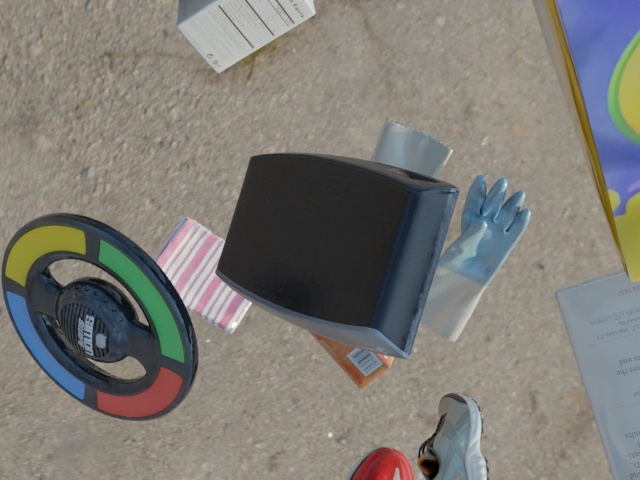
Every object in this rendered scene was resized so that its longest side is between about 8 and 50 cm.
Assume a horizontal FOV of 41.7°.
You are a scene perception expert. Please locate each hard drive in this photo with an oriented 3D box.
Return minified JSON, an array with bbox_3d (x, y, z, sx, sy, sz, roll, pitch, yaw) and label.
[{"bbox_3d":[0.000,0.000,0.790,0.054,0.254,0.172,18,89,-43],"label":"hard drive"}]

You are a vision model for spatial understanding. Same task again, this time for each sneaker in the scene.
[{"bbox_3d":[0.217,0.348,1.424,0.107,0.100,0.272,12,27,-1],"label":"sneaker"},{"bbox_3d":[0.061,0.372,0.989,0.107,0.118,0.279,27,59,-6],"label":"sneaker"}]

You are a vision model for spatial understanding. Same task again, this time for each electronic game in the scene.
[{"bbox_3d":[-0.217,0.079,0.814,0.229,0.229,0.048,53,38,-6],"label":"electronic game"}]

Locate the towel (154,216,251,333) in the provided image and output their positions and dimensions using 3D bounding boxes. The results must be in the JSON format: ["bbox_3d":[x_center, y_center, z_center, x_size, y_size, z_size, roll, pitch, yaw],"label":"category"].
[{"bbox_3d":[-0.204,0.064,1.535,0.197,0.029,0.144,34,80,-15],"label":"towel"}]

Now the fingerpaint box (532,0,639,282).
[{"bbox_3d":[0.336,-0.190,0.443,0.371,0.444,0.163,-78,148,-58],"label":"fingerpaint box"}]

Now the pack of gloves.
[{"bbox_3d":[0.116,0.003,0.971,0.195,0.232,0.046,25,33,2],"label":"pack of gloves"}]

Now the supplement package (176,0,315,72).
[{"bbox_3d":[-0.111,-0.351,1.234,0.105,0.179,0.105,46,25,-40],"label":"supplement package"}]

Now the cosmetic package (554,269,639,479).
[{"bbox_3d":[0.359,0.201,0.727,0.217,0.156,0.385,-2,72,-56],"label":"cosmetic package"}]

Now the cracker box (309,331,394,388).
[{"bbox_3d":[0.058,0.112,1.324,0.156,0.067,0.232,48,21,-3],"label":"cracker box"}]
